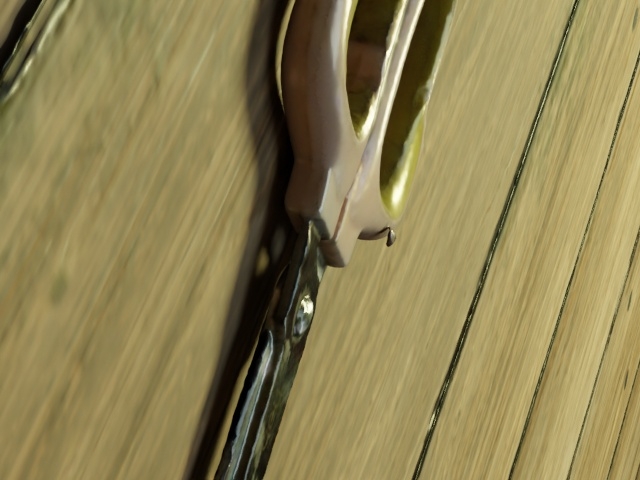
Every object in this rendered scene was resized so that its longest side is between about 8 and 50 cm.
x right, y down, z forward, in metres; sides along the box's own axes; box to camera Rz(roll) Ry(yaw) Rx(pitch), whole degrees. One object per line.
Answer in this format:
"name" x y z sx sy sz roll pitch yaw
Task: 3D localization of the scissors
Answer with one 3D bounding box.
"scissors" 0.000 0.000 0.614 0.160 0.024 0.317 65 40 -66
